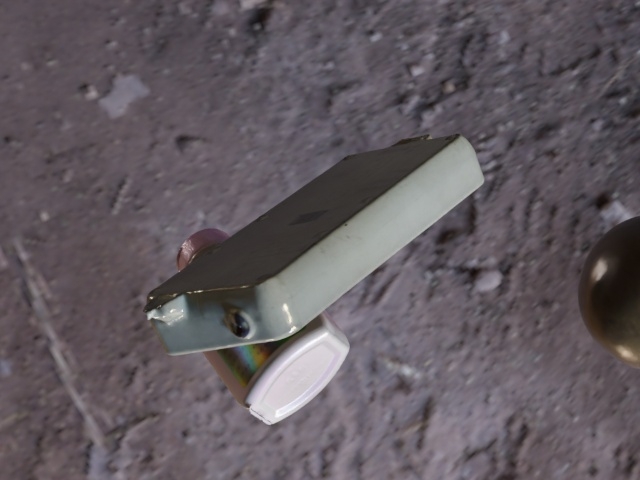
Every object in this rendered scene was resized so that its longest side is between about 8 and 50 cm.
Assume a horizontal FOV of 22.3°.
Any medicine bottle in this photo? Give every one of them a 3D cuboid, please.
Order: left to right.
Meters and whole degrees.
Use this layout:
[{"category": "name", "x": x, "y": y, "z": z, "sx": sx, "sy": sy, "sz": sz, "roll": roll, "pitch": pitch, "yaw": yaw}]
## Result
[{"category": "medicine bottle", "x": -0.069, "y": 0.070, "z": 1.578, "sx": 0.115, "sy": 0.078, "sz": 0.219, "roll": -45, "pitch": 45, "yaw": 5}]

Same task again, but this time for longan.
[{"category": "longan", "x": 0.354, "y": 0.050, "z": 1.643, "sx": 0.167, "sy": 0.187, "sz": 0.167, "roll": -175, "pitch": 90, "yaw": -69}]

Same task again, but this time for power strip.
[{"category": "power strip", "x": 0.000, "y": 0.000, "z": 1.070, "sx": 0.118, "sy": 0.270, "sz": 0.046, "roll": -8, "pitch": 109, "yaw": 41}]
